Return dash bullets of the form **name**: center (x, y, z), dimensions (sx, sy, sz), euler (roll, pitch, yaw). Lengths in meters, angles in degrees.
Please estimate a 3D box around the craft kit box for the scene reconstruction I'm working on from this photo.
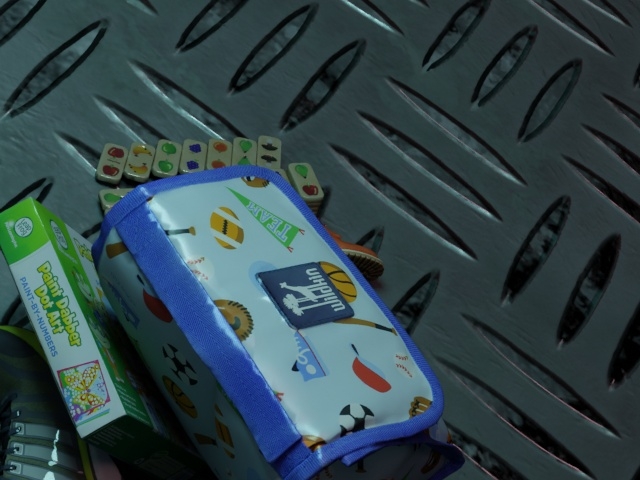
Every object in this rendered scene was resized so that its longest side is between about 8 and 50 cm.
- **craft kit box**: center (-0.214, 0.105, 1.845), dimensions (0.061, 0.250, 0.247), euler (-32, 67, 4)

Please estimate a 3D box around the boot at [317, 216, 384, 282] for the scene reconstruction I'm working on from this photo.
- **boot**: center (0.000, 0.000, 2.157), dimensions (0.158, 0.059, 0.085), euler (16, 45, -18)

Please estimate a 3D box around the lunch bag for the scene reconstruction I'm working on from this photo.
- **lunch bag**: center (-0.042, 0.116, 1.796), dimensions (0.328, 0.239, 0.385), euler (54, 4, 19)

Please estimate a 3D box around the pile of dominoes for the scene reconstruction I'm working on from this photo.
- **pile of dominoes**: center (-0.126, -0.057, 2.101), dimensions (0.251, 0.040, 0.196), euler (-3, 48, -24)

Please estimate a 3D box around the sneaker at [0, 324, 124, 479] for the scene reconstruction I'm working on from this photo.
- **sneaker**: center (-0.274, 0.212, 1.801), dimensions (0.121, 0.111, 0.300), euler (-17, 62, -32)
